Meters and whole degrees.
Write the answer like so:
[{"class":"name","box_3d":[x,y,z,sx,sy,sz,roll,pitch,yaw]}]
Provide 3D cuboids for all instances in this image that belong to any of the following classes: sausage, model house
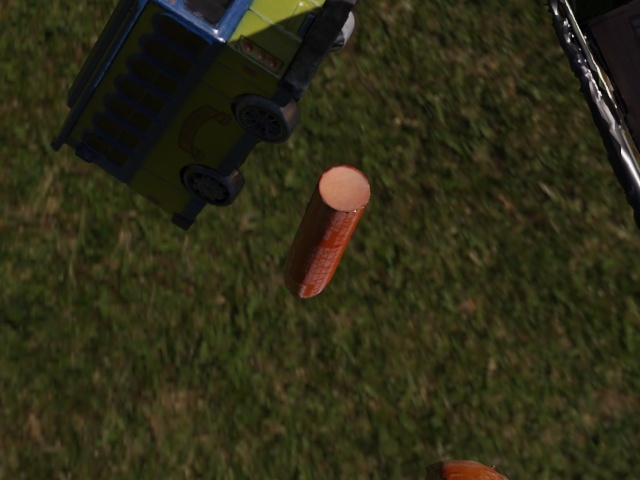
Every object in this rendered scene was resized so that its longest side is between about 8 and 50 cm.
[{"class":"sausage","box_3d":[0.000,0.000,1.049,0.034,0.034,0.129,7,149,-11]},{"class":"model house","box_3d":[0.280,-0.100,1.048,0.154,0.207,0.294,-21,97,36]}]

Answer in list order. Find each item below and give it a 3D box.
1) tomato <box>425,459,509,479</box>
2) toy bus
[{"class":"tomato","box_3d":[0.152,0.308,1.464,0.095,0.237,0.236,-6,114,-3]},{"class":"toy bus","box_3d":[-0.102,-0.143,1.409,0.175,0.138,0.288,32,147,-9]}]
